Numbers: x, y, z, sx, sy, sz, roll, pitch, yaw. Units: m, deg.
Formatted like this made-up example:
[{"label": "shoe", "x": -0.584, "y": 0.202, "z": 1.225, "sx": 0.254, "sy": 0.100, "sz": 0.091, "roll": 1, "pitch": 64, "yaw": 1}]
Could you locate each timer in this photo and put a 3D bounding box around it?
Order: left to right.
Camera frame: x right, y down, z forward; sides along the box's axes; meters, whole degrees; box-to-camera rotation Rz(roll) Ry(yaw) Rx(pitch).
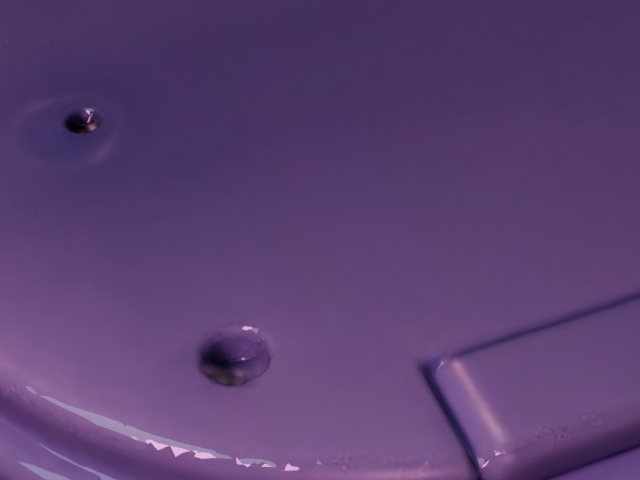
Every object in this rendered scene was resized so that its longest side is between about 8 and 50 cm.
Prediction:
[{"label": "timer", "x": 0.000, "y": 0.000, "z": 0.469, "sx": 0.395, "sy": 0.173, "sz": 0.395, "roll": -2, "pitch": 45, "yaw": 2}]
